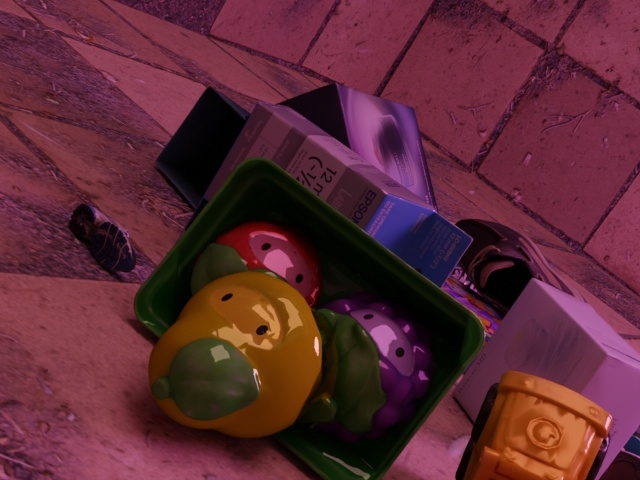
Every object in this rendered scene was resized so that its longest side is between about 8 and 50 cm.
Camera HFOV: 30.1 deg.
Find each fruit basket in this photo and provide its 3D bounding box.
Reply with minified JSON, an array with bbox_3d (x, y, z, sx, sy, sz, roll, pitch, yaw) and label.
[{"bbox_3d":[-0.037,0.097,1.317,0.392,0.283,0.392,38,-3,2],"label":"fruit basket"}]

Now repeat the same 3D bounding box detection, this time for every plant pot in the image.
[{"bbox_3d":[-0.120,-0.119,2.039,0.234,0.165,0.166,26,14,-45],"label":"plant pot"}]

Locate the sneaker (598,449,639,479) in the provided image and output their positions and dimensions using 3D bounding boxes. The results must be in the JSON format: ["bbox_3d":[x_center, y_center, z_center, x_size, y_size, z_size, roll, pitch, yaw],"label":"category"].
[{"bbox_3d":[0.483,0.409,1.710,0.290,0.106,0.123,35,-24,45],"label":"sneaker"}]

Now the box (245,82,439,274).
[{"bbox_3d":[0.052,-0.072,1.917,0.294,0.183,0.296,3,72,-61],"label":"box"}]

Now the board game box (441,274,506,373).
[{"bbox_3d":[0.312,0.193,2.053,0.347,0.078,0.233,35,14,13],"label":"board game box"}]

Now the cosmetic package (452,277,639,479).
[{"bbox_3d":[0.342,0.215,1.737,0.138,0.224,0.224,25,15,-28],"label":"cosmetic package"}]

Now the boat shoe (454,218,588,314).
[{"bbox_3d":[0.341,0.054,2.160,0.130,0.132,0.355,23,13,-44],"label":"boat shoe"}]

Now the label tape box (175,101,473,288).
[{"bbox_3d":[0.000,0.000,1.686,0.348,0.249,0.115,37,14,19],"label":"label tape box"}]

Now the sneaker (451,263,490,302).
[{"bbox_3d":[0.269,0.065,2.368,0.302,0.108,0.121,21,17,-11],"label":"sneaker"}]

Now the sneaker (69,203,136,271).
[{"bbox_3d":[-0.267,-0.002,1.537,0.058,0.052,0.135,22,17,-49],"label":"sneaker"}]

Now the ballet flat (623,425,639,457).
[{"bbox_3d":[0.522,0.355,1.770,0.188,0.070,0.070,61,18,5],"label":"ballet flat"}]

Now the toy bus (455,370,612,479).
[{"bbox_3d":[0.222,0.296,1.356,0.149,0.220,0.211,22,43,9],"label":"toy bus"}]
